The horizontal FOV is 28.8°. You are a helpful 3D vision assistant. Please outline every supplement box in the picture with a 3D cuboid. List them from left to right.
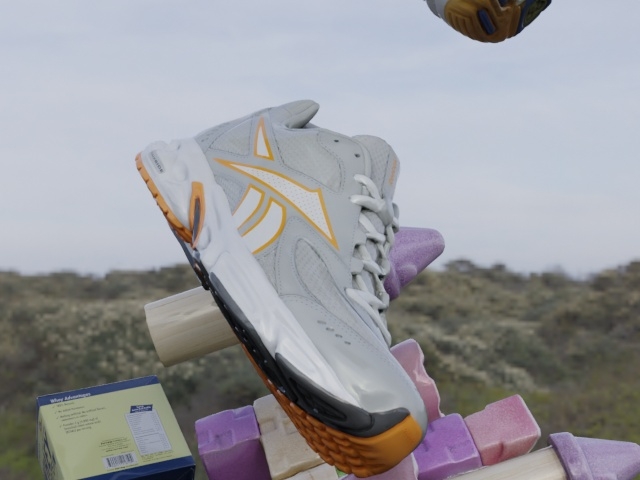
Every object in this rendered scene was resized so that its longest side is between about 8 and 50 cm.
[{"bbox_3d":[-0.134,0.141,0.808,0.083,0.056,0.083,-8,41,-23],"label":"supplement box"}]

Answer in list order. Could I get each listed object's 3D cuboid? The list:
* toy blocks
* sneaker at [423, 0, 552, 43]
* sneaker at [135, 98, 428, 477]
[{"bbox_3d":[0.070,0.167,0.749,0.260,0.308,0.288,-19,32,-3],"label":"toy blocks"},{"bbox_3d":[0.165,-0.272,0.844,0.131,0.296,0.112,44,-11,29],"label":"sneaker"},{"bbox_3d":[0.000,0.000,0.611,0.121,0.099,0.262,-30,41,-6],"label":"sneaker"}]
